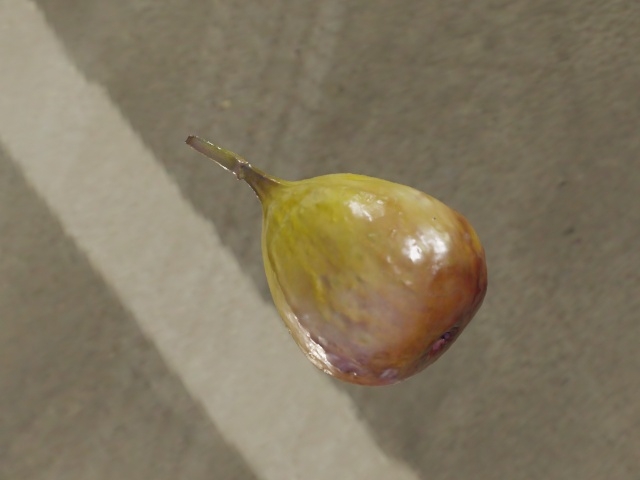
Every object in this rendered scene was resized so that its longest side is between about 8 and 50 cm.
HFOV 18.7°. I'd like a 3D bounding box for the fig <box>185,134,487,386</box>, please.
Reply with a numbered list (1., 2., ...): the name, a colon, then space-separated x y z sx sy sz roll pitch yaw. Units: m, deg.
1. fig: 0.000 0.000 1.481 0.257 0.159 0.159 38 116 4
